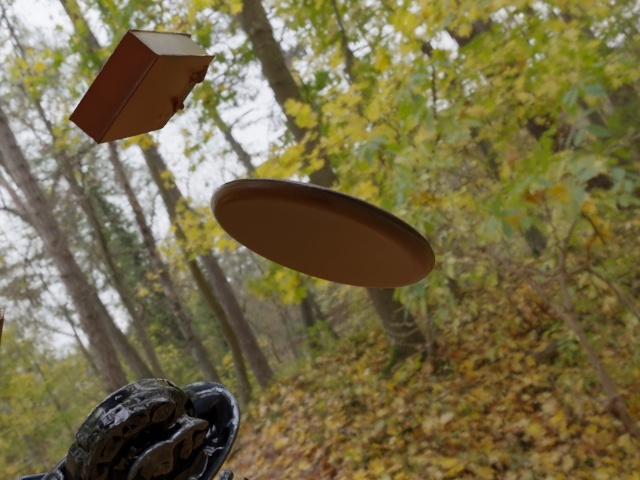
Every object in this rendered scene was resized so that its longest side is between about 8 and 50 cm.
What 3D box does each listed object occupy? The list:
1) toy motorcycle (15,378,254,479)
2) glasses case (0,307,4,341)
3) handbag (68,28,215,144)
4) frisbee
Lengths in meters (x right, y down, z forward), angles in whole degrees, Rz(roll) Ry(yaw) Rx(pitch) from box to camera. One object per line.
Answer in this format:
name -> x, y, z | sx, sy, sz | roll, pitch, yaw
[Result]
toy motorcycle -> -0.162, 0.235, 0.429 | 0.358, 0.125, 0.213 | -47, -35, -13
glasses case -> -0.559, 0.179, 1.218 | 0.064, 0.041, 0.170 | 5, -51, -26
handbag -> -0.206, -0.186, 0.889 | 0.127, 0.062, 0.190 | -50, 0, 18
frisbee -> 0.000, 0.000, 0.801 | 0.251, 0.250, 0.021 | 143, 146, -68
